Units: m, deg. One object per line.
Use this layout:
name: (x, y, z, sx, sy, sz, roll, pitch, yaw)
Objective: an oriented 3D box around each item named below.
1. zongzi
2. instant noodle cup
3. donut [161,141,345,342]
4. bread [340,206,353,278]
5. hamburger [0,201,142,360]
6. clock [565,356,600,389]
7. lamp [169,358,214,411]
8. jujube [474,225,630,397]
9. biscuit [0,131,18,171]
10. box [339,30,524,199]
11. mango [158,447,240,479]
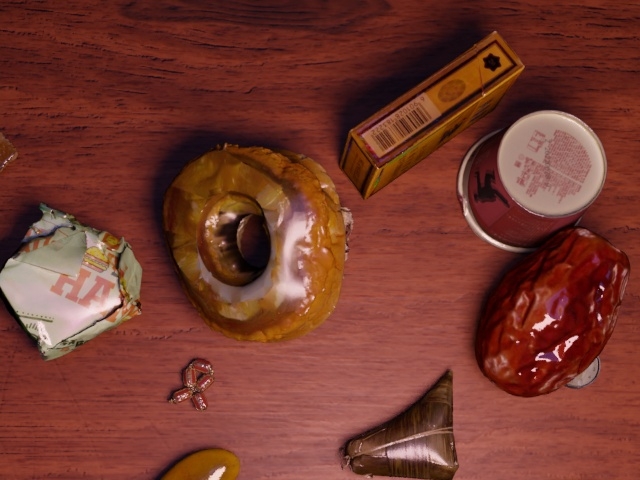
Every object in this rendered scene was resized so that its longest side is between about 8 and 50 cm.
zongzi: (0.127, 0.294, 1.456, 0.187, 0.084, 0.184, 2, 64, 1)
instant noodle cup: (0.361, -0.104, 1.498, 0.235, 0.178, 0.235, 1, 80, -4)
donut: (-0.107, 0.000, 1.416, 0.330, 0.160, 0.330, -1, 85, 17)
bread: (0.000, 0.001, 1.505, 0.106, 0.082, 0.125, 8, 89, 12)
hamburger: (-0.406, 0.054, 1.445, 0.214, 0.125, 0.235, -33, 86, -16)
clock: (0.432, 0.209, 1.518, 0.085, 0.017, 0.085, 1, 78, -3)
lamp: (-0.205, 0.233, 1.466, 0.063, 0.031, 0.083, 16, 74, -2)
jujube: (0.369, 0.116, 1.442, 0.197, 0.197, 0.290, 34, 95, 4)
biscuit: (-0.637, -0.112, 1.513, 0.131, 0.026, 0.237, 44, 80, 7)
box: (0.179, -0.204, 1.499, 0.301, 0.193, 0.084, -35, 83, -10)
mango: (-0.196, 0.391, 1.410, 0.161, 0.076, 0.103, -42, 79, -14)
